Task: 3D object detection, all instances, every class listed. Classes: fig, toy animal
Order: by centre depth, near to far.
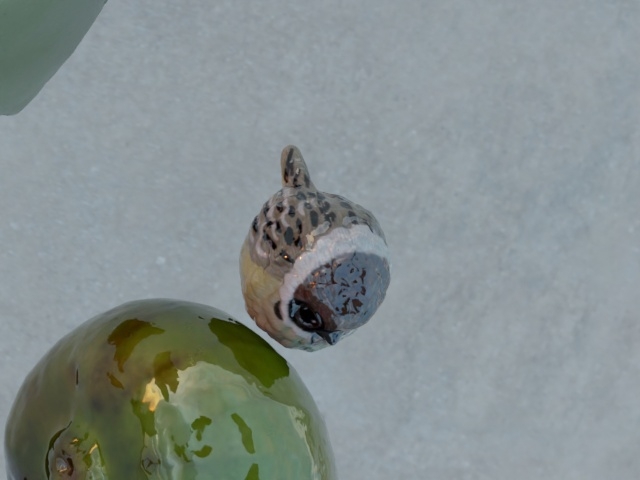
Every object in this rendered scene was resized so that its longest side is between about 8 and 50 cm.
[{"bbox_3d":[0.000,0.000,0.740,0.098,0.098,0.137,14,74,-50],"label":"toy animal"},{"bbox_3d":[-0.075,0.137,0.741,0.225,0.203,0.203,11,98,-48],"label":"fig"}]

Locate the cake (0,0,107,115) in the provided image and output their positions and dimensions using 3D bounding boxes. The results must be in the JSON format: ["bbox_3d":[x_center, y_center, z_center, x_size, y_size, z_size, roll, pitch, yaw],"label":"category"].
[{"bbox_3d":[-0.238,-0.182,0.663,0.172,0.158,0.283,-43,172,16],"label":"cake"}]
